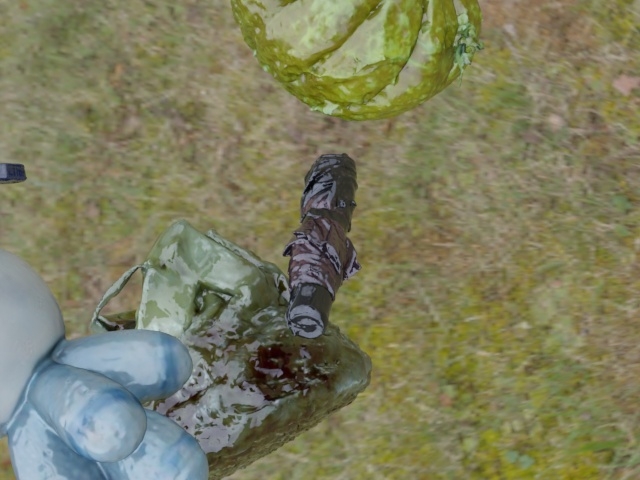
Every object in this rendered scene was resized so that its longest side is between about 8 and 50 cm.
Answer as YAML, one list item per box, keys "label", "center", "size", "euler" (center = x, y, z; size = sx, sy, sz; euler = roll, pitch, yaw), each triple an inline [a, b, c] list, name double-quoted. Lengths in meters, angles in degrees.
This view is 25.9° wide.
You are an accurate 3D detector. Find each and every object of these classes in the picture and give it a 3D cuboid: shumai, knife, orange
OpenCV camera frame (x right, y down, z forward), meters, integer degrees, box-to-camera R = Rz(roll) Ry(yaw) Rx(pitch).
- label: "shumai"
  center: [-0.150, 0.146, 1.925]
  size: [0.395, 0.395, 0.348]
  euler: [-29, 81, 26]
- label: "knife"
  center: [-0.340, -0.065, 1.359]
  size: [0.031, 0.121, 0.018]
  euler: [-12, 84, 39]
- label: "orange"
  center: [0.022, -0.262, 1.473]
  size: [0.223, 0.301, 0.300]
  euler: [-36, 34, 34]

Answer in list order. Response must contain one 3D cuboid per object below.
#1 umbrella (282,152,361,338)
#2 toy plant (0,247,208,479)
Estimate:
- label: "umbrella"
  center: [0.000, 0.000, 1.827]
  size: [0.090, 0.326, 0.094]
  euler: [-14, 126, 20]
- label: "toy plant"
  center: [-0.263, 0.172, 1.457]
  size: [0.332, 0.247, 0.247]
  euler: [29, 104, 4]
